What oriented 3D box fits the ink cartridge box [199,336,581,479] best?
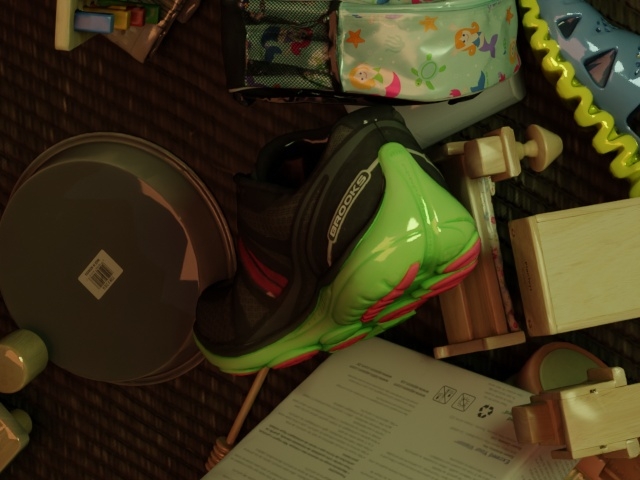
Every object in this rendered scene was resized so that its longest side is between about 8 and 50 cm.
[{"bbox_3d":[0.039,0.246,1.788,0.324,0.330,0.071,18,145,50],"label":"ink cartridge box"}]

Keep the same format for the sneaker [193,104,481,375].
[{"bbox_3d":[0.000,0.000,1.807,0.483,0.185,0.202,-35,72,59],"label":"sneaker"}]

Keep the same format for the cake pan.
[{"bbox_3d":[-0.234,0.028,2.044,0.293,0.054,0.293,6,107,20],"label":"cake pan"}]

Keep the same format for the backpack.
[{"bbox_3d":[0.058,-0.211,1.707,0.253,0.225,0.191,11,111,23],"label":"backpack"}]

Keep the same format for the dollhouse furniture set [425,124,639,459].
[{"bbox_3d":[0.213,0.049,1.759,0.173,0.355,0.303,-10,87,-18],"label":"dollhouse furniture set"}]

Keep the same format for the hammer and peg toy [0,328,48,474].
[{"bbox_3d":[-0.462,0.178,2.138,0.266,0.127,0.361,46,116,7],"label":"hammer and peg toy"}]

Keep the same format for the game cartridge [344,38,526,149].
[{"bbox_3d":[0.076,-0.241,1.845,0.196,0.060,0.294,-27,93,22],"label":"game cartridge"}]

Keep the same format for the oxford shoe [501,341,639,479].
[{"bbox_3d":[0.318,0.284,1.869,0.397,0.140,0.146,52,137,5],"label":"oxford shoe"}]

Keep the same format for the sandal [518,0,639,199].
[{"bbox_3d":[0.303,-0.139,1.754,0.138,0.126,0.317,-36,92,10],"label":"sandal"}]

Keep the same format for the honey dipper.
[{"bbox_3d":[-0.084,0.187,2.044,0.030,0.030,0.161,29,110,12],"label":"honey dipper"}]

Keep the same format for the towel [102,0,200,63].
[{"bbox_3d":[-0.219,-0.391,1.930,0.324,0.056,0.312,39,112,10],"label":"towel"}]

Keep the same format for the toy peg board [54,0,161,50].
[{"bbox_3d":[-0.204,-0.276,1.841,0.079,0.160,0.161,5,104,4],"label":"toy peg board"}]
